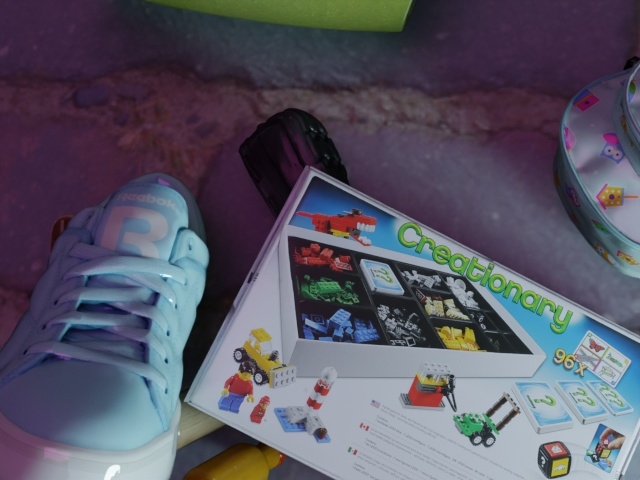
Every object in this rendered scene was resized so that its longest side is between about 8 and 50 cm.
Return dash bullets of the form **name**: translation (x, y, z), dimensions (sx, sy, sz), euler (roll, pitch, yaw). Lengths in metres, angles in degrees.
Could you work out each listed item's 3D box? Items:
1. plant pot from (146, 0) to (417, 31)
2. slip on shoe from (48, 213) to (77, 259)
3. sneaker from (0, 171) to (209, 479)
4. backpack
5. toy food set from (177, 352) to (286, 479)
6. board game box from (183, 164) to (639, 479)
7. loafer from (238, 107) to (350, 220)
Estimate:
- **plant pot**: translation (-0.041, -0.291, 0.869), dimensions (0.293, 0.275, 0.275), euler (24, 79, 2)
- **slip on shoe**: translation (-0.214, 0.044, 0.904), dimensions (0.051, 0.041, 0.135), euler (8, 94, 15)
- **sneaker**: translation (-0.145, 0.038, 0.714), dimensions (0.135, 0.366, 0.150), euler (9, 107, -8)
- **backpack**: translation (0.271, -0.068, 0.781), dimensions (0.188, 0.144, 0.166), euler (-30, 75, 5)
- **toy food set**: translation (-0.149, 0.147, 0.842), dimensions (0.232, 0.104, 0.111), euler (-2, 96, 29)
- **board game box**: translation (0.080, 0.100, 0.768), dimensions (0.305, 0.053, 0.193), euler (28, 80, -1)
- **loafer**: translation (0.000, 0.000, 0.858), dimensions (0.078, 0.076, 0.223), euler (-31, 74, 23)
